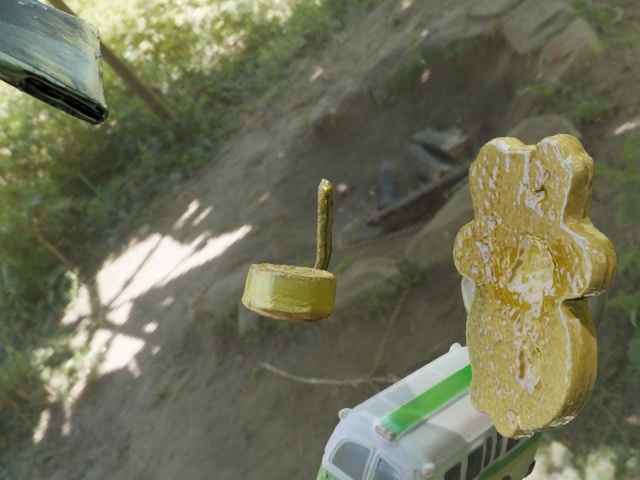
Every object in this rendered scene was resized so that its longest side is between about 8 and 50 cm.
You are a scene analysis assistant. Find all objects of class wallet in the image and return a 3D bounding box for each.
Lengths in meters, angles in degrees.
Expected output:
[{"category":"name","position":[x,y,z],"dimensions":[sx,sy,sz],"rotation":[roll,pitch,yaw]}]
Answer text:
[{"category":"wallet","position":[-0.386,-0.271,1.305],"dimensions":[0.046,0.191,0.379],"rotation":[-59,26,17]}]

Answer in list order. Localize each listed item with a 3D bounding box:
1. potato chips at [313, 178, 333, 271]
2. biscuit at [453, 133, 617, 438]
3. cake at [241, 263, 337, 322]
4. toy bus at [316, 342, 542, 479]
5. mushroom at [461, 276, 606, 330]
[{"category":"potato chips","position":[0.000,0.000,1.423],"dimensions":[0.026,0.037,0.204],"rotation":[-57,-19,-52]},{"category":"biscuit","position":[0.168,0.040,0.754],"dimensions":[0.035,0.248,0.184],"rotation":[-2,3,-25]},{"category":"cake","position":[-0.026,0.046,0.824],"dimensions":[0.084,0.084,0.044],"rotation":[-161,79,-68]},{"category":"toy bus","position":[0.135,0.234,1.079],"dimensions":[0.143,0.179,0.305],"rotation":[29,30,33]},{"category":"mushroom","position":[0.266,0.091,1.183],"dimensions":[0.141,0.188,0.117],"rotation":[130,147,-71]}]
